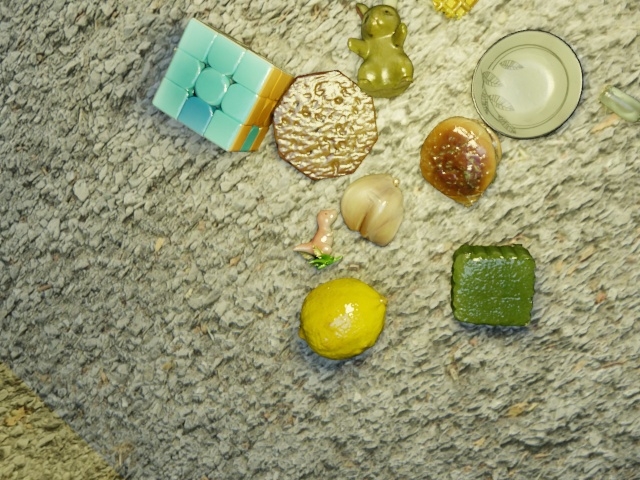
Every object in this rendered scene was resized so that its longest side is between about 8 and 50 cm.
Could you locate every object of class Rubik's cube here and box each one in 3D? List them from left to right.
[{"bbox_3d":[-0.293,-0.472,1.635,0.290,0.291,0.292,33,105,3],"label":"Rubik's cube"}]

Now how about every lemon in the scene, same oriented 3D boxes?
[{"bbox_3d":[0.079,0.260,1.732,0.321,0.268,0.269,-15,98,12],"label":"lemon"}]

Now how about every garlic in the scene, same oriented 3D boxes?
[{"bbox_3d":[0.173,-0.113,1.713,0.217,0.110,0.228,27,106,8],"label":"garlic"}]

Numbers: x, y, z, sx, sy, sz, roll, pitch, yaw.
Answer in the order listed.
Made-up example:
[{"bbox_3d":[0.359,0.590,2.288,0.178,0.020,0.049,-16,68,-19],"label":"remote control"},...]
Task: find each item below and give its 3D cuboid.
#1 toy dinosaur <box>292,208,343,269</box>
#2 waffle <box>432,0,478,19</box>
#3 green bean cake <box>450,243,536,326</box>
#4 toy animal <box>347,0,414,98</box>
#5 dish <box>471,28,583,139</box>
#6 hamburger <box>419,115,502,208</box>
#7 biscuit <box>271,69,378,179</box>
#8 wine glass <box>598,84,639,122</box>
[{"bbox_3d":[-0.002,0.001,1.756,0.194,0.152,0.177,-29,87,9],"label":"toy dinosaur"},{"bbox_3d":[0.394,-0.789,1.516,0.219,0.057,0.229,37,106,-19],"label":"waffle"},{"bbox_3d":[0.546,0.141,1.663,0.249,0.156,0.247,1,103,11],"label":"green bean cake"},{"bbox_3d":[0.179,-0.617,1.568,0.180,0.180,0.363,-7,98,18],"label":"toy animal"},{"bbox_3d":[0.606,-0.458,1.555,0.316,0.106,0.317,2,102,8],"label":"dish"},{"bbox_3d":[0.427,-0.244,1.600,0.243,0.146,0.286,-3,120,32],"label":"hamburger"},{"bbox_3d":[0.014,-0.371,1.687,0.358,0.046,0.360,-1,109,-3],"label":"biscuit"},{"bbox_3d":[0.935,-0.368,1.526,0.262,0.074,0.074,35,106,4],"label":"wine glass"}]
